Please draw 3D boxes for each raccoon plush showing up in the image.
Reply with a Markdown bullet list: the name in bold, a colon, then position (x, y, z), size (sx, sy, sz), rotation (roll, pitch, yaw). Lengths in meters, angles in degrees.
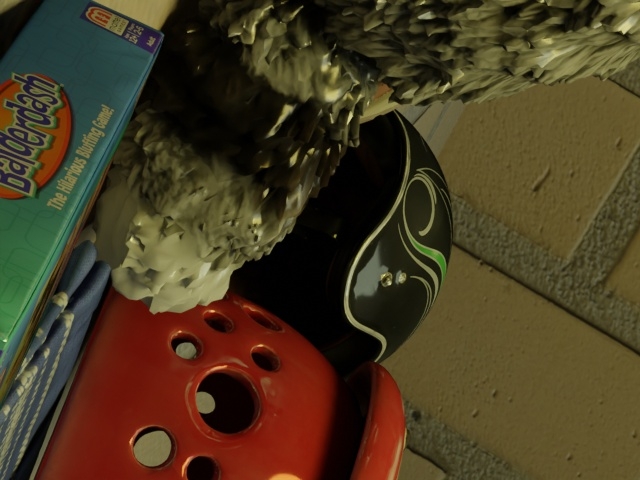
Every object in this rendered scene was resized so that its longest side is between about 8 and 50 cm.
- **raccoon plush**: position (0.130, -0.082, 0.745), size (0.216, 0.299, 0.446), rotation (3, 123, -51)

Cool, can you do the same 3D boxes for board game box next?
- **board game box**: position (-0.118, 0.028, 0.560), size (0.210, 0.047, 0.160), rotation (-78, -166, -61)

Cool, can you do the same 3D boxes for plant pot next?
- **plant pot**: position (-0.060, 0.123, 0.919), size (0.191, 0.174, 0.191), rotation (-157, -90, -83)

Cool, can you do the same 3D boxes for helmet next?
- **helmet**: position (0.000, 0.000, 1.031), size (0.169, 0.169, 0.161), rotation (-56, 156, -22)

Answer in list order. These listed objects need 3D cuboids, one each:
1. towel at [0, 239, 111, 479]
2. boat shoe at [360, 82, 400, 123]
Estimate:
- **towel**: position (-0.202, 0.166, 0.736), size (0.336, 0.040, 0.243), rotation (-59, 177, -40)
- **boat shoe**: position (0.068, -0.203, 0.927), size (0.324, 0.123, 0.116), rotation (-50, 140, -1)
